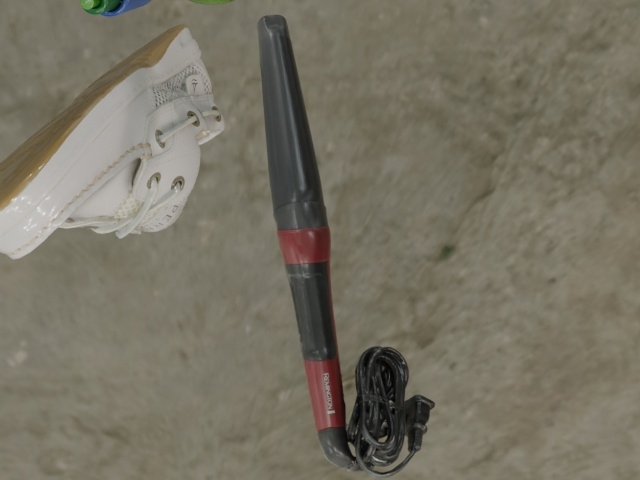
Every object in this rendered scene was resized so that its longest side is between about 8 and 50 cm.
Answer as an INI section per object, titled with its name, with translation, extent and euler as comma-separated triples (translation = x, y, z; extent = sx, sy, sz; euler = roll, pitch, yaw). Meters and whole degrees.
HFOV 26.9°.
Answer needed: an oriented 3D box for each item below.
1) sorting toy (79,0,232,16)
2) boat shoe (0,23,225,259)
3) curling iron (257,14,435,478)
[sorting toy]
translation = -0.071, -0.110, 0.484
extent = 0.102, 0.042, 0.061
euler = 19, 114, 11
[boat shoe]
translation = -0.116, -0.049, 0.813
extent = 0.098, 0.277, 0.096
euler = -28, 105, 27
[curling iron]
translation = 0.000, 0.000, 0.744
extent = 0.068, 0.035, 0.274
euler = -1, 67, -42
